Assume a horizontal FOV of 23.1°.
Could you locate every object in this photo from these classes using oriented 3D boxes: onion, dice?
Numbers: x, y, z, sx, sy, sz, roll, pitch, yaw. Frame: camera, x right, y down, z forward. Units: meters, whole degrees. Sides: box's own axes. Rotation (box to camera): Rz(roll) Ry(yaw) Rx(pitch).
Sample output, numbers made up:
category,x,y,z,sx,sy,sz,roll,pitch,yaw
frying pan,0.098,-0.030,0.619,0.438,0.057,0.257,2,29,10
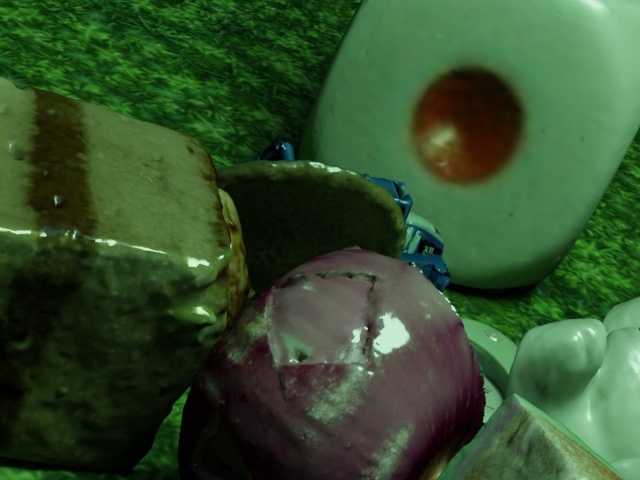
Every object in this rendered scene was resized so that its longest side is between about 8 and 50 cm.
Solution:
category,x,y,z,sx,sy,sz,roll,pitch,yaw
onion,-0.002,0.117,0.949,0.200,0.201,0.207,14,-15,-17
dice,0.163,-0.150,1.473,0.276,0.304,0.304,24,25,4

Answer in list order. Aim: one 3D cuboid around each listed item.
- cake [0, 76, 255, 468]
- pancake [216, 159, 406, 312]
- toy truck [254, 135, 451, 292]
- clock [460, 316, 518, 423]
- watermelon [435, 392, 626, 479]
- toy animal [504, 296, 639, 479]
category,x,y,z,sx,sy,sz,roll,pitch,yaw
cake,-0.170,0.029,1.005,0.293,0.196,0.199,15,28,-24
pancake,-0.033,0.007,1.157,0.199,0.199,0.021,14,45,-17
toy truck,0.000,0.000,1.260,0.208,0.126,0.113,13,27,-17
clock,0.079,0.115,1.177,0.191,0.062,0.151,9,29,-25
watermelon,0.135,0.276,0.756,0.222,0.292,0.319,35,-1,-20
toy animal,0.266,0.153,0.993,0.265,0.206,0.271,17,11,27
